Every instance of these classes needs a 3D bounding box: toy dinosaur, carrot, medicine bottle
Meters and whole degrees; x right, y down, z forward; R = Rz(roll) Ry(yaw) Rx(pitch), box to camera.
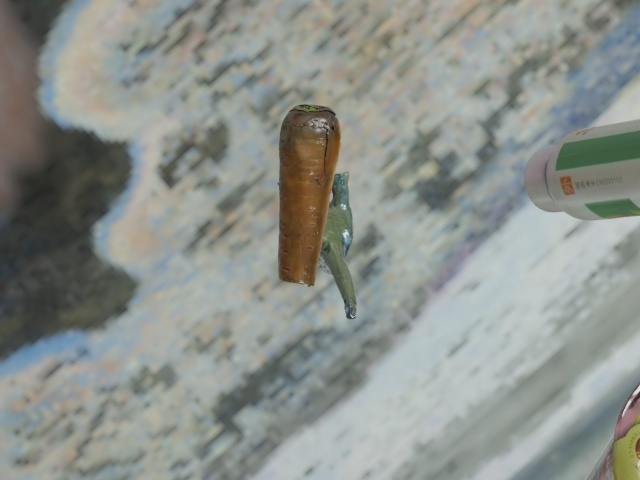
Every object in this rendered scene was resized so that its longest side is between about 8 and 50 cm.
[{"bbox_3d":[-0.001,-0.010,2.223,0.076,0.147,0.363,-8,-169,-8],"label":"toy dinosaur"},{"bbox_3d":[-0.015,-0.040,1.659,0.055,0.055,0.161,-23,122,-73],"label":"carrot"},{"bbox_3d":[0.294,-0.069,1.796,0.095,0.095,0.260,-39,-164,-24],"label":"medicine bottle"}]

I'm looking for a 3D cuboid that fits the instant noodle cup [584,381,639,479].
[{"bbox_3d":[0.371,0.268,1.931,0.244,0.244,0.255,-39,170,-23],"label":"instant noodle cup"}]
